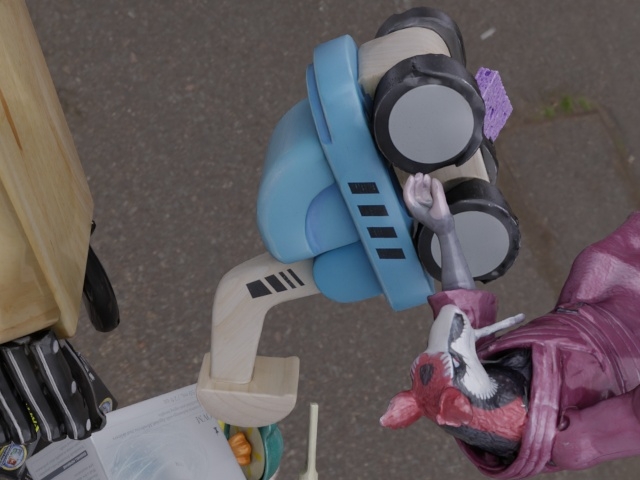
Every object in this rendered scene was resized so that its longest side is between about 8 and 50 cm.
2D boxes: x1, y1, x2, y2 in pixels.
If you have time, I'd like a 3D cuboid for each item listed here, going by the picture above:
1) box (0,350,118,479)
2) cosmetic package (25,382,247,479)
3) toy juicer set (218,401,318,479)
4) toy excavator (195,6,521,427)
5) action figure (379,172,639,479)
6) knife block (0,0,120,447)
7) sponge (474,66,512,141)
[{"bbox_3d":[-0.439,0.325,1.352,0.060,0.270,0.216,15,62,9],"label":"box"},{"bbox_3d":[-0.222,0.335,1.058,0.224,0.138,0.225,-8,67,-59],"label":"cosmetic package"},{"bbox_3d":[-0.106,0.367,1.281,0.089,0.329,0.209,-6,84,-36],"label":"toy juicer set"},{"bbox_3d":[0.000,0.000,0.939,0.222,0.445,0.433,-84,155,-57],"label":"toy excavator"},{"bbox_3d":[0.190,0.098,0.606,0.370,0.248,0.276,-12,118,-31],"label":"action figure"},{"bbox_3d":[-0.170,-0.024,0.404,0.088,0.242,0.276,-5,92,-2],"label":"knife block"},{"bbox_3d":[0.212,-0.138,1.185,0.210,0.031,0.117,-60,150,-7],"label":"sponge"}]
